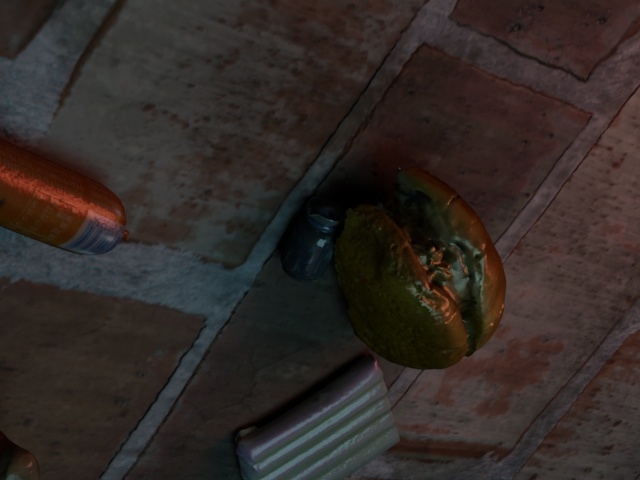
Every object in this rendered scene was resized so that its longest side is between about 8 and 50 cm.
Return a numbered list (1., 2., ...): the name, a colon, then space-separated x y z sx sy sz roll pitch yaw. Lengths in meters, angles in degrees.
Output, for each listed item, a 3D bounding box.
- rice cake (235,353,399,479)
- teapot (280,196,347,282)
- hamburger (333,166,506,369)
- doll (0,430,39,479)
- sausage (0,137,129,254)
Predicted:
1. rice cake: -0.004 0.237 1.789 0.198 0.037 0.189 -27 140 -13
2. teapot: 0.000 0.002 1.547 0.063 0.049 0.083 17 119 -17
3. hamburger: 0.119 0.049 1.592 0.144 0.156 0.283 -47 153 -18
4. doll: -0.379 0.278 1.401 0.256 0.152 0.196 -33 124 -29
5. sausage: -0.247 -0.038 1.305 0.071 0.071 0.234 -49 139 13
